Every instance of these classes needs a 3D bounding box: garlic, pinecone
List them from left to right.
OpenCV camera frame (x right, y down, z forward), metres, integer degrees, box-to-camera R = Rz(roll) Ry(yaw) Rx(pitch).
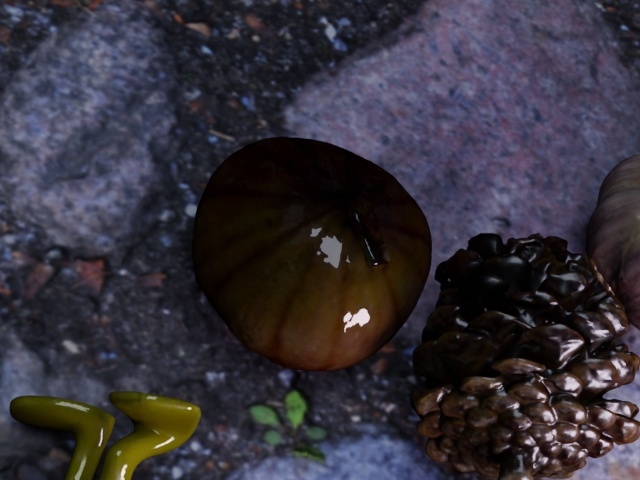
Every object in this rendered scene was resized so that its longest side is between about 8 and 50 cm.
[{"bbox_3d":[0.199,0.114,1.652,0.224,0.224,0.272,20,51,-8],"label":"pinecone"},{"bbox_3d":[0.376,0.023,1.801,0.245,0.160,0.245,24,43,-25],"label":"garlic"}]

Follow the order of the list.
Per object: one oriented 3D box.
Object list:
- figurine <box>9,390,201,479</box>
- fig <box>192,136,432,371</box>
[{"bbox_3d":[-0.261,0.283,1.420,0.283,0.204,0.338,20,68,-38],"label":"figurine"},{"bbox_3d":[-0.005,0.004,1.650,0.235,0.214,0.235,1,42,-1],"label":"fig"}]
